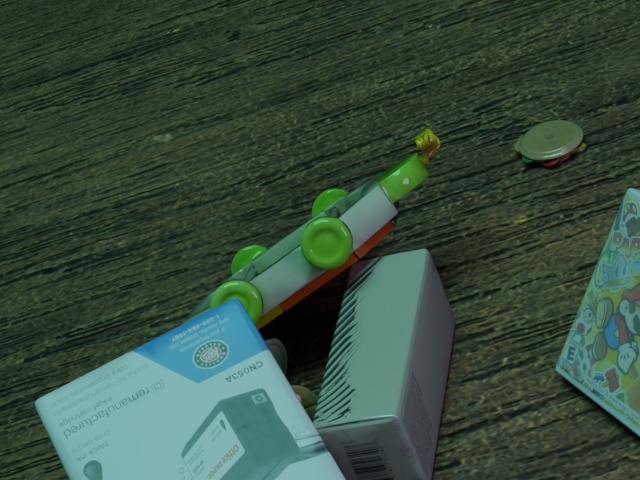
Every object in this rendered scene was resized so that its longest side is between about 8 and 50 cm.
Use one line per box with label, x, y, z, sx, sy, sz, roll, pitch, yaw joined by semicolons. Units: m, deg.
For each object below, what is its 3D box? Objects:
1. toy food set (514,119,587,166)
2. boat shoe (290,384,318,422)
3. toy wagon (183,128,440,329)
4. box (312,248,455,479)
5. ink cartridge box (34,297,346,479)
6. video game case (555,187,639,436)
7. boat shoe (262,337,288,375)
toy food set;0.281;-0.118;2.214;0.083;0.020;0.082;-23;33;-4
boat shoe;-0.110;0.254;1.828;0.277;0.098;0.096;-40;10;-16
toy wagon;0.000;0.000;2.024;0.344;0.068;0.267;-35;6;7
box;0.070;0.136;1.873;0.094;0.113;0.275;-11;32;18
ink cartridge box;-0.097;0.242;1.681;0.223;0.129;0.307;-27;58;-9
video game case;0.330;0.083;1.748;0.026;0.206;0.227;11;16;-32
boat shoe;-0.125;0.181;1.938;0.079;0.084;0.233;15;50;42
